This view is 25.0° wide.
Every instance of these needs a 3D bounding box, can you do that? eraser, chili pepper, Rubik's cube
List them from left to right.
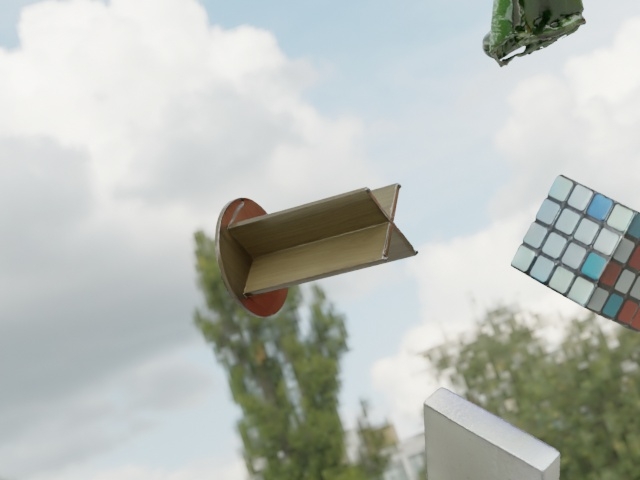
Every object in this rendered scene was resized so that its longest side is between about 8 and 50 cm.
[{"bbox_3d":[0.119,0.181,1.013,0.023,0.104,0.150,-38,-41,-33],"label":"eraser"},{"bbox_3d":[0.199,-0.268,1.355,0.108,0.216,0.062,-16,27,-35],"label":"chili pepper"},{"bbox_3d":[0.392,0.018,2.036,0.151,0.154,0.155,21,-83,-44],"label":"Rubik's cube"}]

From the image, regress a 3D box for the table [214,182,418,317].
[{"bbox_3d":[0.000,0.000,1.904,0.227,0.167,0.167,-14,-11,29],"label":"table"}]
